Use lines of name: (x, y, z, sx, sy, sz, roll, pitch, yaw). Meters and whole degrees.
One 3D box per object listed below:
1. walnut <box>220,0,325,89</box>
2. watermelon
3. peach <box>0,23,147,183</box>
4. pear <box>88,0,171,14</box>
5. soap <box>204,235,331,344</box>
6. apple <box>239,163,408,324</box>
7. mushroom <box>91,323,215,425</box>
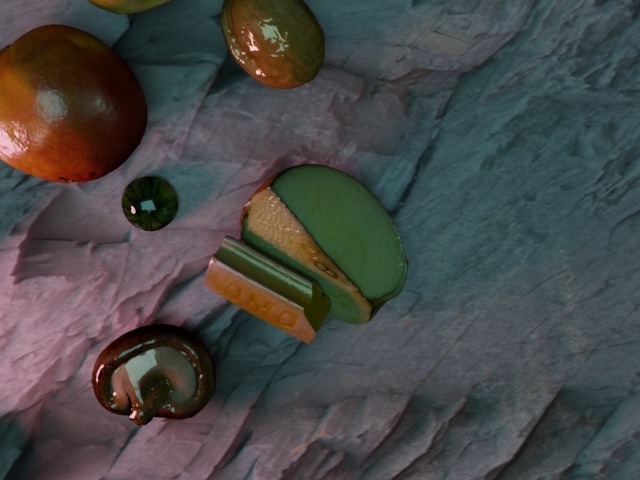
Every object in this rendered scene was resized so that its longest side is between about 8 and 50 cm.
walnut: (-0.081, -0.352, 1.609, 0.159, 0.159, 0.207, -39, 104, 7)
watermelon: (-0.315, -0.062, 1.726, 0.105, 0.062, 0.105, -1, 110, -1)
peach: (-0.434, -0.220, 1.582, 0.281, 0.238, 0.281, 2, 87, -33)
pear: (-0.307, -0.504, 1.508, 0.271, 0.271, 0.271, -1, 106, -4)
soap: (-0.094, 0.092, 1.724, 0.232, 0.140, 0.073, 29, 66, 1)
apple: (0.000, 0.000, 1.699, 0.254, 0.179, 0.346, -41, 115, 6)
mushroom: (-0.313, 0.247, 1.787, 0.231, 0.138, 0.194, 16, 91, -19)
